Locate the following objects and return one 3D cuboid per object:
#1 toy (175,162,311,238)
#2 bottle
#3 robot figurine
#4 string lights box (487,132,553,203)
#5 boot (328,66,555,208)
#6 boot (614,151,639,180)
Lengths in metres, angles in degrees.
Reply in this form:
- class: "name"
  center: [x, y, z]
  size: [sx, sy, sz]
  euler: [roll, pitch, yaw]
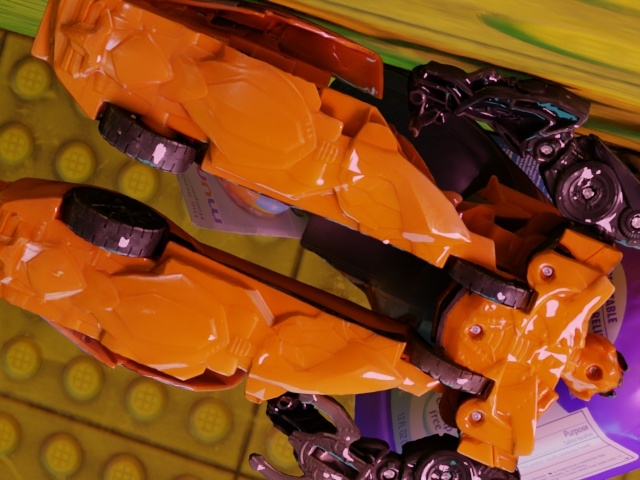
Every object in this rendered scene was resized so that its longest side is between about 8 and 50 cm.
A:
- class: "toy"
  center: [-0.025, -0.073, 0.827]
  size: [0.056, 0.137, 0.237]
  euler: [-25, 168, 17]
- class: "bottle"
  center: [0.142, 0.055, 0.695]
  size: [0.092, 0.118, 0.283]
  euler: [29, 138, -34]
- class: "robot figurine"
  center: [0.000, 0.000, 0.620]
  size: [0.291, 0.211, 0.085]
  euler: [23, -166, -7]
- class: "string lights box"
  center: [0.180, -0.009, 1.163]
  size: [0.259, 0.133, 0.076]
  euler: [19, -176, 30]
- class: "boot"
  center: [0.092, -0.046, 0.909]
  size: [0.264, 0.096, 0.280]
  euler: [36, -163, -17]
- class: "boot"
  center: [0.263, 0.004, 0.883]
  size: [0.165, 0.077, 0.213]
  euler: [16, -171, -27]
